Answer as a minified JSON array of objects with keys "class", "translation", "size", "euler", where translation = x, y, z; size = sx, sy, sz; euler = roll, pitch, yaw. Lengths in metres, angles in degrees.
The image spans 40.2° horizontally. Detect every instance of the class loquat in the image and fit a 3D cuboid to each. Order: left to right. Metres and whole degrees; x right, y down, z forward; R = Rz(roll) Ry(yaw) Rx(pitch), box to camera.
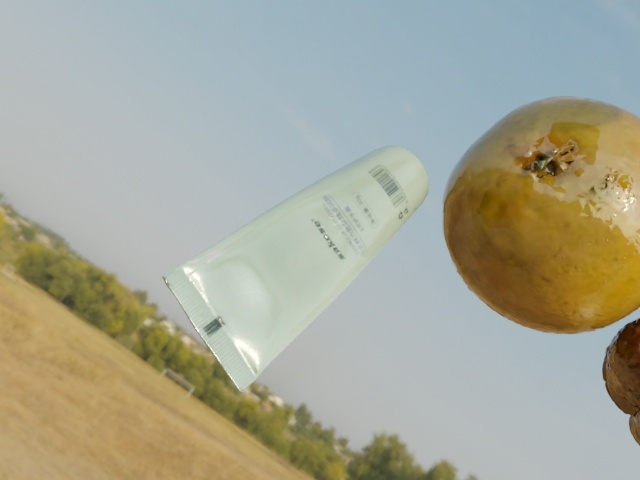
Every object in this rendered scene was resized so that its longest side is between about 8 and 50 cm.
[{"class":"loquat","translation":[0.269,-0.028,0.971],"size":[0.263,0.263,0.263],"euler":[34,-11,7]}]

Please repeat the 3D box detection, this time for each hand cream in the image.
[{"class":"hand cream","translation":[0.000,0.000,0.779],"size":[0.067,0.321,0.109],"euler":[-27,-82,44]}]

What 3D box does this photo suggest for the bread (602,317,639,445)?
[{"class":"bread","translation":[0.436,0.142,0.942],"size":[0.247,0.232,0.135],"euler":[29,-13,32]}]
